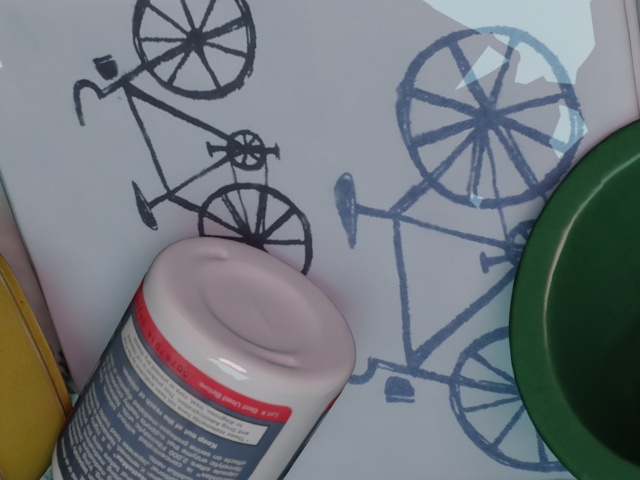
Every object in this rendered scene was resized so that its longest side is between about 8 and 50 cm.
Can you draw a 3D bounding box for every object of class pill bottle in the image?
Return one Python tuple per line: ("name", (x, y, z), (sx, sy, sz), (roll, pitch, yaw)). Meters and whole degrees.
("pill bottle", (-0.069, 0.098, 0.651), (0.108, 0.108, 0.180), (30, 116, -4))

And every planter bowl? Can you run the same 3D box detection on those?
("planter bowl", (-0.189, 0.066, 0.692), (0.090, 0.217, 0.217), (-26, 115, -16))

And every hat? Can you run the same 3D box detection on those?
("hat", (0.198, 0.056, 0.626), (0.173, 0.183, 0.209), (23, 91, 31))

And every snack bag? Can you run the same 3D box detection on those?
("snack bag", (0.000, 0.000, 0.672), (0.342, 0.037, 0.323), (-7, 116, 17))
